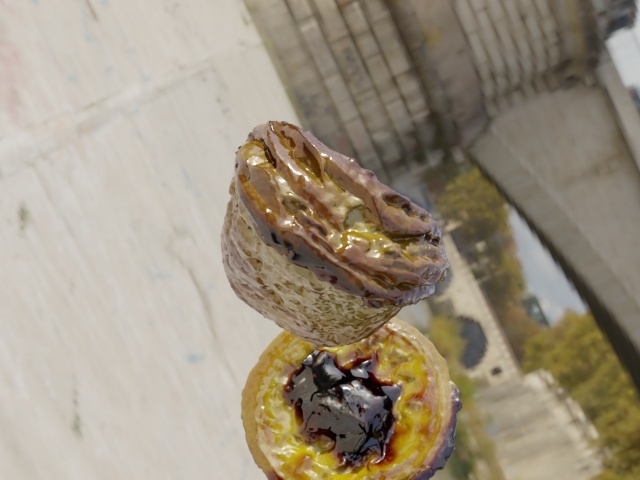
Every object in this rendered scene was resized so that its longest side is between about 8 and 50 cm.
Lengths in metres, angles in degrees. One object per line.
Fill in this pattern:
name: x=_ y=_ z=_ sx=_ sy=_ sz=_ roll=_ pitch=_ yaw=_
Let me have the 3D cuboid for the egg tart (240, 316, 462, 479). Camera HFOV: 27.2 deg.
egg tart: x=0.031 y=0.184 z=1.331 sx=0.171 sy=0.215 sz=0.215 roll=85 pitch=-16 yaw=-64

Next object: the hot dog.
hot dog: x=0.002 y=-0.003 z=0.986 sx=0.175 sy=0.114 sz=0.259 roll=34 pitch=-14 yaw=-1
